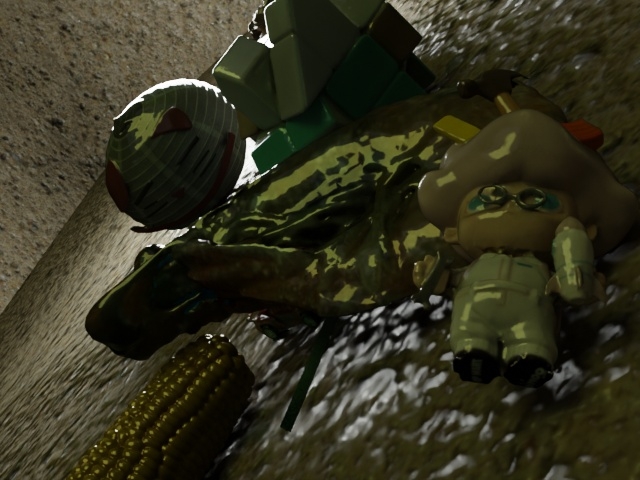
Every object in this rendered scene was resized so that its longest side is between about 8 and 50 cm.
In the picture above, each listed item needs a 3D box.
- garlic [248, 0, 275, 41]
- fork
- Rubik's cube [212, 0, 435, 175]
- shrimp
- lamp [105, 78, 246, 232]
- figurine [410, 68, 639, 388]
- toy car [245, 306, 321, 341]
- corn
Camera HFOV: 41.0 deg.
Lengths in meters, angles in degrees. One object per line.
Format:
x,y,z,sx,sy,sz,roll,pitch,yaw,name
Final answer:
-0.005,-0.271,1.220,0.207,0.207,0.256,-50,26,-6,garlic
0.008,0.067,0.758,0.235,0.039,0.021,-64,2,-34,fork
-0.010,-0.179,1.006,0.265,0.213,0.224,-55,21,-13,Rubik's cube
0.000,0.000,0.729,0.445,0.110,0.221,-25,38,17,shrimp
-0.245,-0.142,1.422,0.265,0.233,0.233,-52,18,7,lamp
0.127,-0.008,0.538,0.137,0.112,0.229,-3,47,23,figurine
-0.021,0.060,0.831,0.122,0.035,0.059,-24,27,51,toy car
-0.162,0.210,0.735,0.106,0.106,0.305,-17,34,56,corn
